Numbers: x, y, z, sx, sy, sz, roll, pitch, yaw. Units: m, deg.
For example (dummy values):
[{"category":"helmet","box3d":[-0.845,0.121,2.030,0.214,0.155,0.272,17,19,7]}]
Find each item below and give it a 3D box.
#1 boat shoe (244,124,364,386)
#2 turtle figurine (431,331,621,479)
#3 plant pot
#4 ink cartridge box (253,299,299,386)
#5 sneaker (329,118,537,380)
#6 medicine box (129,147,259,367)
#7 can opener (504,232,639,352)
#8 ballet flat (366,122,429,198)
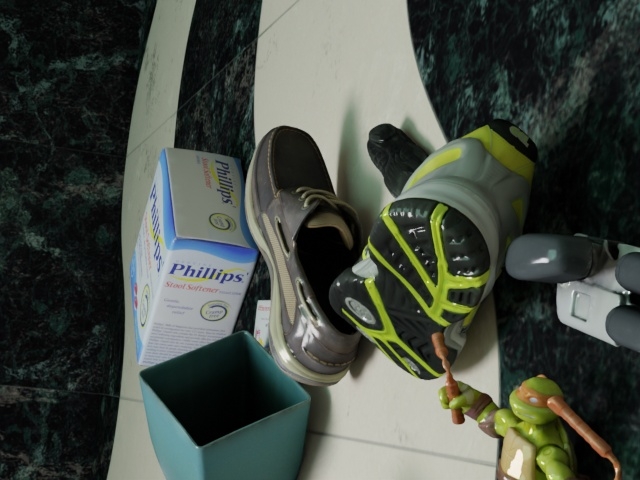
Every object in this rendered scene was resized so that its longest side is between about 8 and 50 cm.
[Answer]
[{"category":"boat shoe","box3d":[0.000,0.000,1.457,0.130,0.132,0.355,-45,49,47]},{"category":"turtle figurine","box3d":[0.159,0.191,0.934,0.269,0.087,0.217,-147,58,-60]},{"category":"plant pot","box3d":[-0.125,0.280,1.569,0.166,0.165,0.234,40,141,43]},{"category":"ink cartridge box","box3d":[-0.060,0.144,1.654,0.088,0.052,0.122,170,108,-71]},{"category":"sneaker","box3d":[0.115,0.020,1.114,0.147,0.145,0.384,-49,-3,-22]},{"category":"medicine box","box3d":[-0.225,0.034,2.035,0.263,0.149,0.289,-106,29,-50]},{"category":"can opener","box3d":[0.209,0.041,0.827,0.283,0.095,0.076,-151,69,-77]},{"category":"ballet flat","box3d":[0.095,-0.080,1.318,0.049,0.057,0.173,61,-176,-32]}]
